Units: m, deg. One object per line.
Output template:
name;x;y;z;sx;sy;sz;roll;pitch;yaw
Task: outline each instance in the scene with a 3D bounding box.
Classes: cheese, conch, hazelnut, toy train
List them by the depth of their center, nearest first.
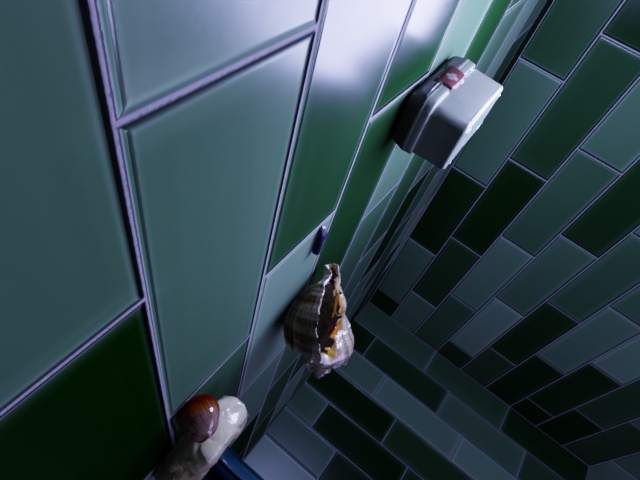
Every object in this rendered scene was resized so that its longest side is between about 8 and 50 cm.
hazelnut;-0.224;0.331;0.828;0.086;0.086;0.086;-50;167;-16
toy train;0.000;0.000;0.900;0.017;0.017;0.083;-46;164;-36
cheese;-0.248;0.436;0.950;0.263;0.093;0.159;-55;173;36
conch;-0.017;0.205;1.092;0.210;0.158;0.292;-15;102;-57

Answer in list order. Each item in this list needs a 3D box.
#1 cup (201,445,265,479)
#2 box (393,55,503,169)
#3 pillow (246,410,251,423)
cup;-0.271;0.715;1.177;0.308;0.292;0.242;-50;166;-13
box;0.253;-0.254;0.887;0.210;0.129;0.148;-47;167;-32
pillow;-0.280;0.587;1.351;0.093;0.051;0.241;-60;168;3
